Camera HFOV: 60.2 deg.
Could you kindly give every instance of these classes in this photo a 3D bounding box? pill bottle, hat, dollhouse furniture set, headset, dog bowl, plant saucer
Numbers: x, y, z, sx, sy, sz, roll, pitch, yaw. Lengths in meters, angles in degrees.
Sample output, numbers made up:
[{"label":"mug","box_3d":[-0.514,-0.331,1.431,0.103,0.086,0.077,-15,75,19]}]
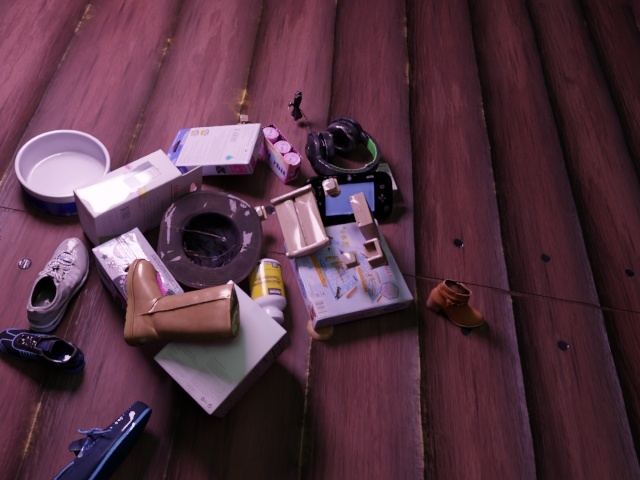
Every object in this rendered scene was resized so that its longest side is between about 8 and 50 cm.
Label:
[{"label":"pill bottle","box_3d":[-0.155,0.155,1.616,0.103,0.103,0.184,-2,58,-15]},{"label":"hat","box_3d":[-0.325,0.017,1.647,0.331,0.134,0.332,5,61,-8]},{"label":"dollhouse furniture set","box_3d":[0.000,0.000,1.713,0.355,0.174,0.304,-20,68,9]},{"label":"headset","box_3d":[0.040,-0.369,1.955,0.243,0.185,0.394,-35,62,-30]},{"label":"dog bowl","box_3d":[-0.782,-0.208,1.698,0.264,0.104,0.265,7,56,-10]},{"label":"plant saucer","box_3d":[0.003,0.256,1.641,0.083,0.015,0.084,7,56,-10]}]

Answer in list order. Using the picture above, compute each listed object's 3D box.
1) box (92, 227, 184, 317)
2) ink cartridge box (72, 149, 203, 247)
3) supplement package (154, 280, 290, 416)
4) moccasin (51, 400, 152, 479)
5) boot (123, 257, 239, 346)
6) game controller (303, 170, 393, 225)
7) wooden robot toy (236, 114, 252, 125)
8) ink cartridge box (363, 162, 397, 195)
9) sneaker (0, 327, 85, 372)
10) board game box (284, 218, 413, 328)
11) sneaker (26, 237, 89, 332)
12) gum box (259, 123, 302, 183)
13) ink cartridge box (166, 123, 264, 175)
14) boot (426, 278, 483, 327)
[{"label":"box","box_3d":[-0.498,0.120,1.516,0.142,0.163,0.247,-32,69,-28]},{"label":"ink cartridge box","box_3d":[-0.531,-0.130,1.646,0.353,0.207,0.119,-33,71,-30]},{"label":"supplement package","box_3d":[-0.239,0.283,1.415,0.199,0.198,0.263,40,75,13]},{"label":"moccasin","box_3d":[-0.541,0.502,1.275,0.116,0.138,0.342,32,55,13]},{"label":"boot","box_3d":[-0.330,0.138,1.337,0.269,0.089,0.236,-10,68,12]},{"label":"game controller","box_3d":[0.094,-0.142,1.850,0.318,0.167,0.067,-7,22,-18]},{"label":"wooden robot toy","box_3d":[-0.273,-0.389,1.957,0.076,0.079,0.173,14,56,-4]},{"label":"ink cartridge box","box_3d":[0.211,-0.214,1.977,0.088,0.052,0.123,-6,58,-17]},{"label":"sneaker","box_3d":[-0.716,0.268,1.410,0.232,0.090,0.082,17,55,-3]},{"label":"board game box","box_3d":[0.082,0.095,1.726,0.317,0.066,0.319,-9,57,-19]},{"label":"sneaker","box_3d":[-0.710,0.105,1.503,0.105,0.115,0.282,10,56,-7]},{"label":"gum box","box_3d":[-0.141,-0.296,1.911,0.062,0.107,0.188,-29,68,-28]},{"label":"ink cartridge box","box_3d":[-0.355,-0.300,1.844,0.310,0.065,0.186,1,54,15]},{"label":"boot","box_3d":[0.436,0.195,1.704,0.197,0.152,0.073,18,55,-2]}]
